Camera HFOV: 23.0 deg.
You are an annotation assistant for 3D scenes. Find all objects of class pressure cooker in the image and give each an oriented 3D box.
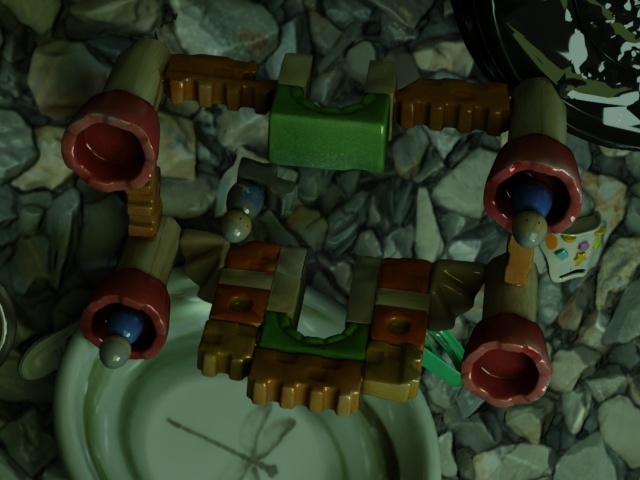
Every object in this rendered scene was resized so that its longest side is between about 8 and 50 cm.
[{"bbox_3d":[0.322,-0.314,1.586,0.376,0.420,0.369,17,116,-8],"label":"pressure cooker"}]

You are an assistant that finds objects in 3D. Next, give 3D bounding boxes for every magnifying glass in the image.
[{"bbox_3d":[0.106,0.112,1.697,0.026,0.092,0.231,-39,158,18],"label":"magnifying glass"}]

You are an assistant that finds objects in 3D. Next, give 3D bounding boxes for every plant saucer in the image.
[{"bbox_3d":[-0.079,0.207,1.577,0.401,0.400,0.100,1,142,-26],"label":"plant saucer"}]

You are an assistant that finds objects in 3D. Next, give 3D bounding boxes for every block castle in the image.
[{"bbox_3d":[0.000,0.000,1.457,0.453,0.212,0.303,6,130,5],"label":"block castle"}]

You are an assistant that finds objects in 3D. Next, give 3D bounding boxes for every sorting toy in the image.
[{"bbox_3d":[0.298,0.013,1.846,0.083,0.045,0.075,-14,126,-22],"label":"sorting toy"}]

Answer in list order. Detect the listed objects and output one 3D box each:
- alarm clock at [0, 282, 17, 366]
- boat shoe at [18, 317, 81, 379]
[{"bbox_3d":[-0.360,0.063,1.526,0.129,0.064,0.192,3,97,-26],"label":"alarm clock"},{"bbox_3d":[-0.260,0.111,1.596,0.100,0.035,0.035,-31,113,-17],"label":"boat shoe"}]
